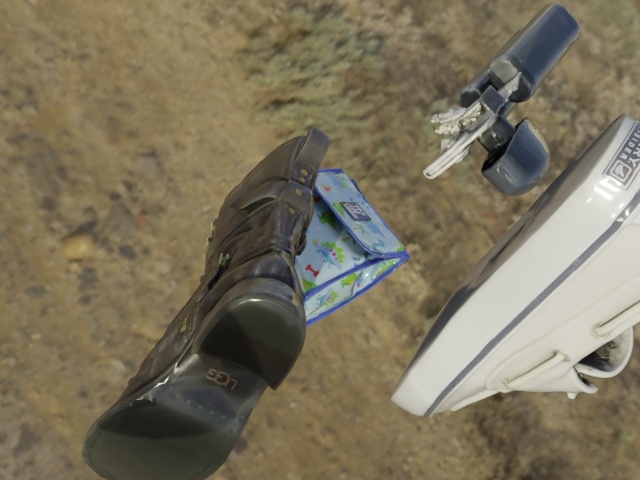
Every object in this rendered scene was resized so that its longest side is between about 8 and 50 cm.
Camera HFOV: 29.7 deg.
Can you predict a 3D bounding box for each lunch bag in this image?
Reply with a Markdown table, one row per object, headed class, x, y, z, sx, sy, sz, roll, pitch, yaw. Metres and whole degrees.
| class | x | y | z | sx | sy | sz | roll | pitch | yaw |
| --- | --- | --- | --- | --- | --- | --- | --- | --- | --- |
| lunch bag | 0.000 | 0.000 | 1.232 | 0.151 | 0.096 | 0.129 | -25 | 67 | -31 |

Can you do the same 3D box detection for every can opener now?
| class | x | y | z | sx | sy | sz | roll | pitch | yaw |
| --- | --- | --- | --- | --- | --- | --- | --- | --- | --- |
| can opener | 0.163 | -0.117 | 1.019 | 0.093 | 0.074 | 0.280 | 45 | 39 | -7 |

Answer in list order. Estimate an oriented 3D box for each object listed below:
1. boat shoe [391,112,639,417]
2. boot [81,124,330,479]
| class | x | y | z | sx | sy | sz | roll | pitch | yaw |
| --- | --- | --- | --- | --- | --- | --- | --- | --- | --- |
| boat shoe | 0.121 | 0.038 | 0.627 | 0.088 | 0.267 | 0.096 | 36 | 51 | 2 |
| boot | -0.077 | 0.053 | 0.946 | 0.091 | 0.263 | 0.229 | 35 | 30 | -19 |
